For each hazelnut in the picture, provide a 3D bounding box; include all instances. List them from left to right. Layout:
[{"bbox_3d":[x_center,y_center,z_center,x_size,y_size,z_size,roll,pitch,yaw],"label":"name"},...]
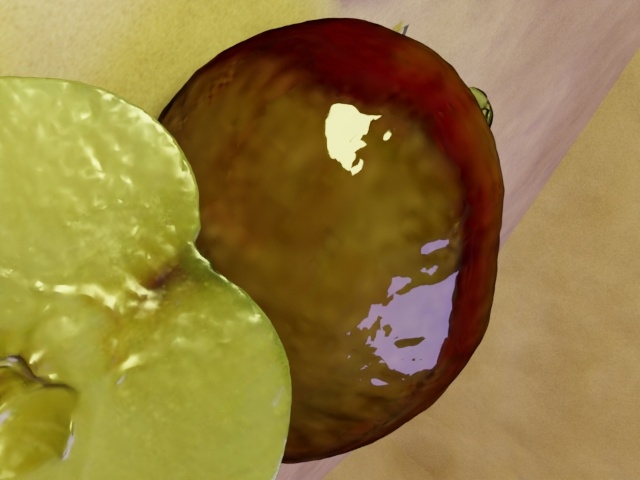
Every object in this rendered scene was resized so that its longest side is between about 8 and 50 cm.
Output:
[{"bbox_3d":[0.000,0.000,0.804,0.421,0.353,0.421,-29,125,-53],"label":"hazelnut"}]

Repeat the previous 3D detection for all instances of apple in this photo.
[{"bbox_3d":[-0.206,0.100,0.521,0.360,0.311,0.320,-34,145,-17],"label":"apple"}]

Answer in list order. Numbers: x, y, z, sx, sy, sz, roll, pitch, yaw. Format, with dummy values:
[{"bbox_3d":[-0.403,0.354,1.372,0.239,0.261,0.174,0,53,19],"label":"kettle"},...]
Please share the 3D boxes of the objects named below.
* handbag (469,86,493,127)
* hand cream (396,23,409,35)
[{"bbox_3d":[0.144,-0.059,1.353,0.237,0.160,0.358,-50,164,-26],"label":"handbag"},{"bbox_3d":[0.043,-0.188,1.041,0.210,0.043,0.067,-46,162,-31],"label":"hand cream"}]
